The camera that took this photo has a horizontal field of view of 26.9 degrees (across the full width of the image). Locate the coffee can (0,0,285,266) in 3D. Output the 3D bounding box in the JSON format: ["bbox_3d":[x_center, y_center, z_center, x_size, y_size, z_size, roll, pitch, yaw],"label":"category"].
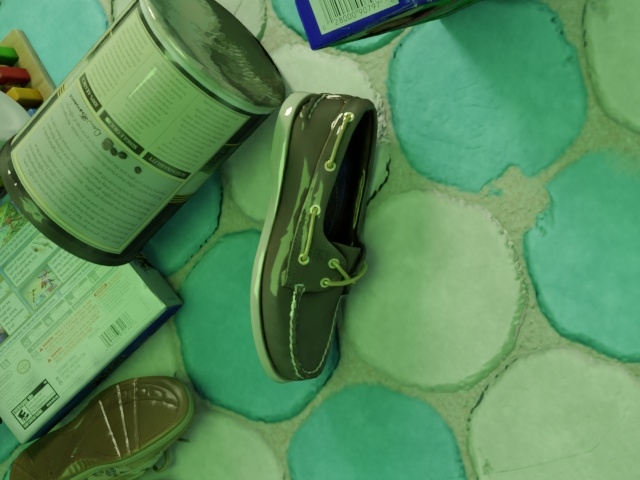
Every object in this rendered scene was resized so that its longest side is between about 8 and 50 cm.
[{"bbox_3d":[-0.203,-0.133,1.522,0.275,0.201,0.201,-44,71,24],"label":"coffee can"}]

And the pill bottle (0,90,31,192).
[{"bbox_3d":[-0.450,-0.082,1.652,0.119,0.119,0.208,49,117,19],"label":"pill bottle"}]

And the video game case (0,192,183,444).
[{"bbox_3d":[-0.341,0.073,1.656,0.269,0.061,0.244,-42,81,16],"label":"video game case"}]

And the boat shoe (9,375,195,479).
[{"bbox_3d":[-0.256,0.252,1.642,0.285,0.089,0.104,-28,53,25],"label":"boat shoe"}]

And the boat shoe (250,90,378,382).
[{"bbox_3d":[0.000,0.000,1.464,0.097,0.116,0.324,6,89,32],"label":"boat shoe"}]

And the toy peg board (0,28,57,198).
[{"bbox_3d":[-0.421,-0.162,1.716,0.161,0.079,0.160,-40,73,25],"label":"toy peg board"}]

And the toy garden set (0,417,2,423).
[{"bbox_3d":[-0.482,0.158,1.740,0.204,0.049,0.244,-16,76,-8],"label":"toy garden set"}]

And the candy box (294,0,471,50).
[{"bbox_3d":[0.060,-0.340,1.274,0.122,0.317,0.268,-17,95,31],"label":"candy box"}]
